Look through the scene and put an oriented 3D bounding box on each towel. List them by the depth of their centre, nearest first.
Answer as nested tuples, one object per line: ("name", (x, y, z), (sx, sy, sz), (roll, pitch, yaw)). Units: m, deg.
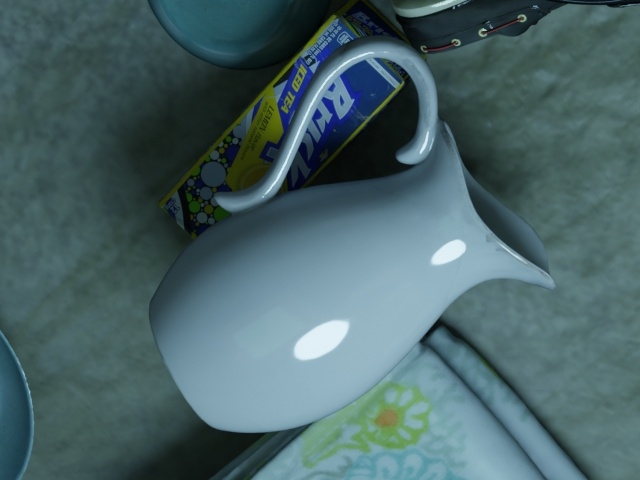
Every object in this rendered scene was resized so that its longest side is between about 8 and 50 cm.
("towel", (0.066, 0.271, 1.218), (0.320, 0.090, 0.374), (-40, 91, 27))

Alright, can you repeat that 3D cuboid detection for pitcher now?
("pitcher", (0.000, 0.000, 1.086), (0.207, 0.125, 0.177), (-29, 101, 10))

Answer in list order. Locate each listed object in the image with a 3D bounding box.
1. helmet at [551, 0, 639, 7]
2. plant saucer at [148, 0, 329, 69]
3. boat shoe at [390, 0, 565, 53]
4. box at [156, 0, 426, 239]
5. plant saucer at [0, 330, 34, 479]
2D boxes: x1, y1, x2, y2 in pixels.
("helmet", (0.127, -0.205, 0.983), (0.162, 0.169, 0.169), (16, 116, -6))
("plant saucer", (-0.053, -0.154, 1.139), (0.119, 0.021, 0.119), (7, 112, 16))
("boat shoe", (0.106, -0.138, 1.083), (0.133, 0.049, 0.042), (-14, 133, 16))
("box", (-0.017, -0.063, 1.144), (0.059, 0.054, 0.169), (44, 118, -2))
("plant saucer", (-0.272, 0.098, 1.300), (0.195, 0.037, 0.195), (7, 113, 16))
